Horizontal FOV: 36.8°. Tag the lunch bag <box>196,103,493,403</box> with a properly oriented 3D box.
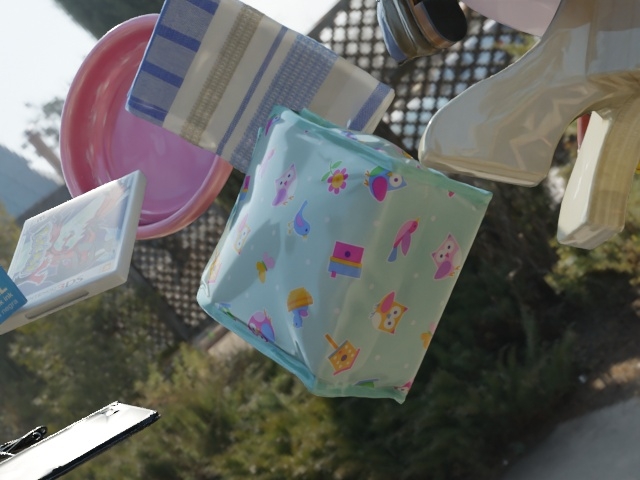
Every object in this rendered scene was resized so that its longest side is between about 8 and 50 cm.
[{"bbox_3d":[0.000,0.000,0.914,0.262,0.160,0.223,30,102,48],"label":"lunch bag"}]

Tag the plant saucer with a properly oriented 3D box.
[{"bbox_3d":[-0.242,-0.164,1.427,0.332,0.332,0.084,-39,-23,23],"label":"plant saucer"}]

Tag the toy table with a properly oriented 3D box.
[{"bbox_3d":[0.198,-0.097,0.560,0.252,0.274,0.160,60,-141,-73],"label":"toy table"}]

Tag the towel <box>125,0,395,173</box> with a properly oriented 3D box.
[{"bbox_3d":[-0.076,-0.164,1.125,0.209,0.285,0.034,-56,8,40],"label":"towel"}]

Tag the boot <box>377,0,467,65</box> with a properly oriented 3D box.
[{"bbox_3d":[0.091,-0.324,1.192,0.082,0.219,0.106,-22,-3,-36],"label":"boot"}]

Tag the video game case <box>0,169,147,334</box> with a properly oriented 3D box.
[{"bbox_3d":[-0.305,0.010,1.179,0.184,0.023,0.201,-22,36,16],"label":"video game case"}]

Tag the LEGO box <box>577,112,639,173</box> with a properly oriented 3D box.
[{"bbox_3d":[0.395,-0.335,0.780,0.373,0.499,0.193,-25,30,-33],"label":"LEGO box"}]

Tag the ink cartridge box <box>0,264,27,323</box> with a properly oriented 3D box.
[{"bbox_3d":[-0.505,-0.017,1.084,0.129,0.307,0.223,-44,27,-28],"label":"ink cartridge box"}]

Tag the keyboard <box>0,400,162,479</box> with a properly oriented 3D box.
[{"bbox_3d":[-0.377,0.290,1.236,0.317,0.033,0.202,-25,16,-39],"label":"keyboard"}]
